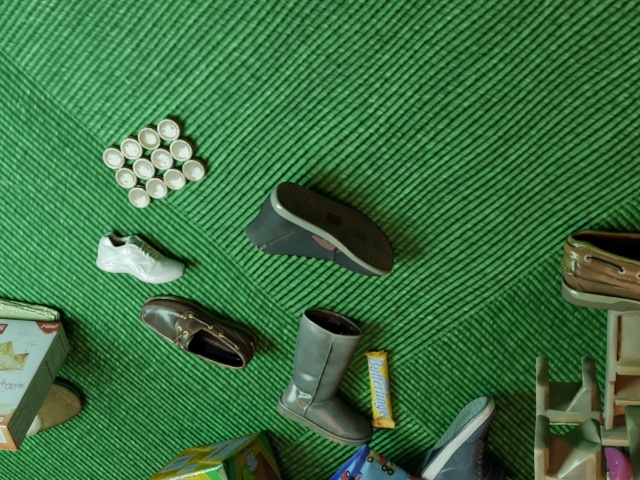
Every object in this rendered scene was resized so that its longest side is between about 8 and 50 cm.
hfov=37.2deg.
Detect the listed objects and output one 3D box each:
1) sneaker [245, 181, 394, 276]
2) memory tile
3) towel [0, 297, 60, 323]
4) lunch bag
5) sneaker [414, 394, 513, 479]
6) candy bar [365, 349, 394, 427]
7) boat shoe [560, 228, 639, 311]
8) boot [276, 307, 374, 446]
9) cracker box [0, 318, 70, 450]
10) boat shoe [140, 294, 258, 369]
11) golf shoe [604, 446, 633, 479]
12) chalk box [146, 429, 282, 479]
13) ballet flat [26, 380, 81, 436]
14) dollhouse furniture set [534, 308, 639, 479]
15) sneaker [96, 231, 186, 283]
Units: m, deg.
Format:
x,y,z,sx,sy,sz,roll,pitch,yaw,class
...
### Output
x,y,z,sx,sy,sz,roll,pitch,yaw,class
0.000,0.000,1.460,0.222,0.083,0.118,32,139,-13,sneaker
-0.258,-0.121,1.478,0.148,0.012,0.113,-23,111,24,memory tile
-0.526,0.153,1.681,0.148,0.027,0.110,10,121,6,towel
0.089,0.513,1.662,0.221,0.138,0.293,33,142,-2,lunch bag
0.277,0.363,1.571,0.163,0.086,0.226,32,129,5,sneaker
0.099,0.248,1.596,0.040,0.018,0.161,0,119,13,candy bar
0.495,0.042,1.338,0.307,0.110,0.104,1,119,12,boat shoe
0.030,0.227,1.578,0.190,0.076,0.208,21,114,-2,boot
-0.533,0.232,1.574,0.156,0.232,0.067,2,129,10,cracker box
-0.207,0.154,1.583,0.207,0.073,0.073,19,122,4,boat shoe
0.453,0.458,1.589,0.140,0.115,0.306,19,128,-10,golf shoe
-0.157,0.508,1.653,0.179,0.180,0.289,-19,92,22,chalk box
-0.612,0.307,1.729,0.342,0.124,0.116,8,120,8,ballet flat
0.480,0.273,1.304,0.362,0.394,0.256,-1,118,13,dollhouse furniture set
-0.292,0.028,1.544,0.152,0.053,0.061,12,117,7,sneaker
